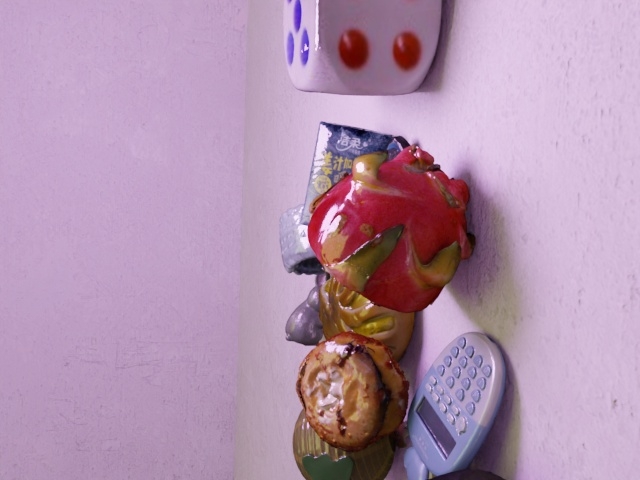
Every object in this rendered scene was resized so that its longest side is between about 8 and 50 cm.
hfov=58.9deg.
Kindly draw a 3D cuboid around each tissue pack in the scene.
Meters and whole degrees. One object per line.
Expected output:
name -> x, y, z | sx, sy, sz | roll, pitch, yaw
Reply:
tissue pack -> 0.066, -0.140, 1.348 | 0.081, 0.185, 0.257 | -19, -58, -68

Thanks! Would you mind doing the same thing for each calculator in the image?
calculator -> 0.229, 0.302, 1.002 | 0.303, 0.042, 0.188 | -67, 23, 15

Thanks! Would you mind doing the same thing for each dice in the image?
dice -> 0.075, -0.469, 1.199 | 0.304, 0.276, 0.305 | -138, 47, -64

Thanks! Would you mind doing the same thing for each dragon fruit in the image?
dragon fruit -> 0.142, -0.041, 1.020 | 0.226, 0.305, 0.305 | -55, 34, 24

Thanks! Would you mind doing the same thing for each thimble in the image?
thimble -> 0.000, 0.000, 1.526 | 0.250, 0.204, 0.172 | -18, 69, 41

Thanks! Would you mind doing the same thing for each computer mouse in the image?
computer mouse -> 0.182, -0.165, 1.253 | 0.079, 0.047, 0.135 | -151, 54, -60

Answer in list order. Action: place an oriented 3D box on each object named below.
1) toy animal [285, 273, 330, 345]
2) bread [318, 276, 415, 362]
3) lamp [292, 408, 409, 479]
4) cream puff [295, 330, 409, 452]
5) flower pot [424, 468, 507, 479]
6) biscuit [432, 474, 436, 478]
toy animal -> -0.012, 0.196, 1.704 | 0.127, 0.125, 0.252 | -57, -10, -77
bread -> 0.093, 0.166, 1.326 | 0.333, 0.159, 0.333 | 180, 90, -70
lamp -> 0.078, 0.457, 1.301 | 0.250, 0.284, 0.251 | -15, -90, -71
cream puff -> 0.071, 0.299, 1.146 | 0.240, 0.163, 0.240 | -4, 84, 44
flower pot -> 0.194, 0.488, 0.837 | 0.251, 0.379, 0.379 | -55, 35, 28
biscuit -> 0.242, 0.421, 1.050 | 0.056, 0.052, 0.188 | 6, 93, 58
